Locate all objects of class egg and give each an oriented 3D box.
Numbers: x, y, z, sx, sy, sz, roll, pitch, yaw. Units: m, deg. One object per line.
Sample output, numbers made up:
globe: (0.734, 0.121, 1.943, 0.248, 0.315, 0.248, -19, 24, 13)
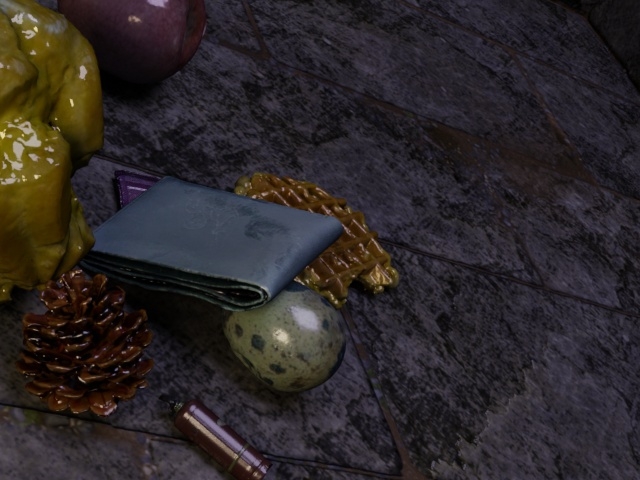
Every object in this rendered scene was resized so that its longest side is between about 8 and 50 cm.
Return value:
egg: (-0.052, 0.121, 1.746, 0.181, 0.141, 0.141, 33, 27, 16)

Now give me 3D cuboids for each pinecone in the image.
pinecone: (-0.268, 0.114, 1.488, 0.173, 0.173, 0.174, 28, 30, -18)

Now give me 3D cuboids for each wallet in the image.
wallet: (-0.235, -0.034, 1.872, 0.111, 0.030, 0.166, 19, 34, -32)
wallet: (-0.144, 0.000, 1.764, 0.290, 0.054, 0.251, 13, 28, 21)

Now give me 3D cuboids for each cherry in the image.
cherry: (-0.309, -0.358, 2.100, 0.239, 0.206, 0.239, -1, 29, 1)

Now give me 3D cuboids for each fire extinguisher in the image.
fire extinguisher: (-0.129, 0.237, 1.596, 0.157, 0.045, 0.078, 39, 1, 3)

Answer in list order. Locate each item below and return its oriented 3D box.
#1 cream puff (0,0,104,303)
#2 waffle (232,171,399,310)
cream puff: (-0.368, -0.085, 1.511, 0.275, 0.378, 0.378, 37, 29, -4)
waffle: (-0.007, -0.001, 2.057, 0.300, 0.058, 0.282, 9, 40, -43)
